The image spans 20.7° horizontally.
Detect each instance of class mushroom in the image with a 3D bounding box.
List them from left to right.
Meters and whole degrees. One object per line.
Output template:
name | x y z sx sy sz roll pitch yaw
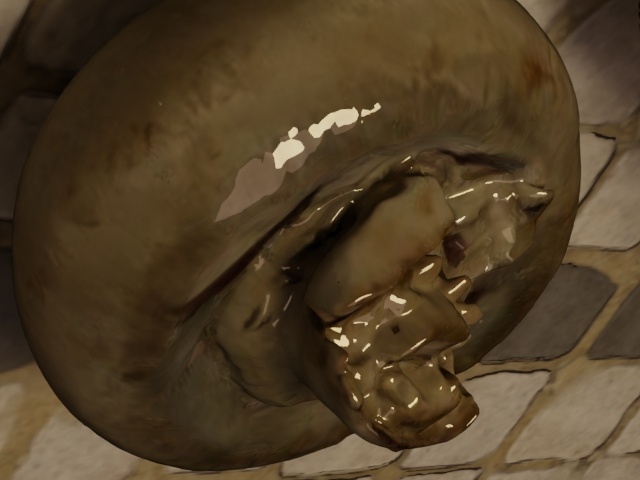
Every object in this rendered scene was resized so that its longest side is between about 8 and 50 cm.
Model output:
mushroom | 0.000 0.000 0.649 0.226 0.178 0.226 -29 151 -18

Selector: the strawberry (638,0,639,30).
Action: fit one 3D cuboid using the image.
strawberry | 0.300 -0.090 0.728 0.345 0.317 0.295 23 81 -14
